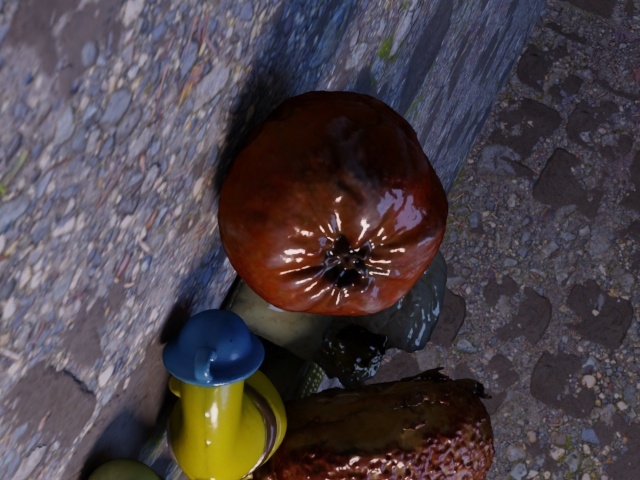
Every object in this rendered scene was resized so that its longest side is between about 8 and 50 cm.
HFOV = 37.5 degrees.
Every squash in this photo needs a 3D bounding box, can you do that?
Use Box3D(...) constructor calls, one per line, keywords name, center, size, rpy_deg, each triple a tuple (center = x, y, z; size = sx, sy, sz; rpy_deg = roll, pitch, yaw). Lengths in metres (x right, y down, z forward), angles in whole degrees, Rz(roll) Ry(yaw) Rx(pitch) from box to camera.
Box3D(name="squash", center=(-0.191, 0.298, 1.051), size=(0.083, 0.083, 0.250), rpy_deg=(-61, 157, -15))

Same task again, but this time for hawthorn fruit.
Box3D(name="hawthorn fruit", center=(0.009, -0.060, 0.985), size=(0.272, 0.241, 0.242), rpy_deg=(-99, -160, -48))

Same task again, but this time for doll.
Box3D(name="doll", center=(-0.115, 0.206, 1.105), size=(0.363, 0.145, 0.199), rpy_deg=(89, 4, -61))

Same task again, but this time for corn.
Box3D(name="corn", center=(-0.079, 0.238, 1.467), size=(0.305, 0.122, 0.123), rpy_deg=(-55, 139, -49))

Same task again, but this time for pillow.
Box3D(name="pillow", center=(0.000, 0.000, 1.236), size=(0.185, 0.075, 0.302), rpy_deg=(32, 83, -44))

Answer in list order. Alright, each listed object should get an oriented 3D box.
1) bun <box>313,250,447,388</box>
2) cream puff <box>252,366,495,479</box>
Box3D(name="bun", center=(0.052, 0.065, 1.422), size=(0.281, 0.204, 0.282), rpy_deg=(-41, -144, 40))
Box3D(name="cream puff", center=(0.073, 0.306, 1.281), size=(0.350, 0.350, 0.229), rpy_deg=(12, 70, -79))
